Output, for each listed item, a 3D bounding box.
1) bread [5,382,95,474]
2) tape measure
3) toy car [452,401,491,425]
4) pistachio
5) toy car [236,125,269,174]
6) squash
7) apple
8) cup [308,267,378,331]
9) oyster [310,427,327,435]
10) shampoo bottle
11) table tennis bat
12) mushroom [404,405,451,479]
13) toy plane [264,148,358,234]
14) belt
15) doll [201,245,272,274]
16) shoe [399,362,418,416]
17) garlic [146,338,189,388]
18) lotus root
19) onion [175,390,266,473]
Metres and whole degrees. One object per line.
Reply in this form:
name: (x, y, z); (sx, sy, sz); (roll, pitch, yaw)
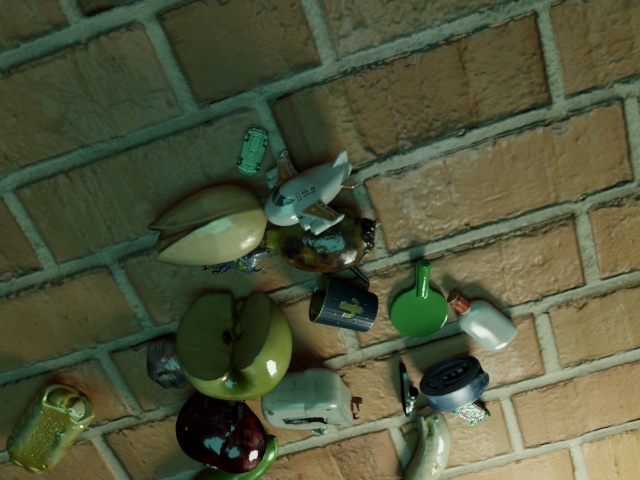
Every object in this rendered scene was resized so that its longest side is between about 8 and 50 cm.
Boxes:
bread: (-0.788, 0.541, 1.920); (0.173, 0.121, 0.311); (36, 110, -13)
tape measure: (-0.031, 0.452, 1.841); (0.265, 0.130, 0.258); (-10, 152, 9)
toy car: (0.444, 0.500, 1.968); (0.142, 0.055, 0.069); (36, 119, -28)
pistachio: (-0.273, -0.031, 1.616); (0.299, 0.187, 0.187); (-18, 115, 3)
toy car: (-0.164, -0.216, 1.612); (0.059, 0.035, 0.122); (16, 123, -9)
squash: (-0.276, 0.723, 2.031); (0.395, 0.107, 0.107); (-35, 112, 14)
apple: (-0.213, 0.280, 1.728); (0.295, 0.257, 0.233); (-12, 130, 6)
cup: (0.069, 0.153, 1.761); (0.155, 0.131, 0.176); (20, 89, -15)
oyster: (-0.002, 0.533, 1.991); (0.098, 0.037, 0.100); (25, 93, -33)
shampoo bottle: (0.439, 0.217, 1.829); (0.221, 0.051, 0.108); (38, 112, -18)
table tennis bat: (0.273, 0.161, 1.809); (0.161, 0.039, 0.257); (0, 121, -1)
mushroom: (0.328, 0.660, 2.024); (0.123, 0.095, 0.351); (11, 115, 13)
toy plane: (-0.028, -0.124, 1.575); (0.245, 0.244, 0.117); (-6, 150, 2)
belt: (0.381, 0.404, 1.870); (0.190, 0.141, 0.082); (-27, 115, 9)
doll: (-0.219, 0.039, 1.722); (0.195, 0.062, 0.104); (-9, 78, 11)
shoe: (0.262, 0.437, 1.926); (0.049, 0.071, 0.179); (-7, 112, -2)
garlic: (-0.414, 0.349, 1.846); (0.147, 0.102, 0.159); (-26, 115, 9)
lotus root: (0.000, 0.000, 1.661); (0.314, 0.141, 0.169); (-4, 114, 1)
onion: (-0.274, 0.535, 1.857); (0.281, 0.221, 0.280); (-1, 89, 28)
